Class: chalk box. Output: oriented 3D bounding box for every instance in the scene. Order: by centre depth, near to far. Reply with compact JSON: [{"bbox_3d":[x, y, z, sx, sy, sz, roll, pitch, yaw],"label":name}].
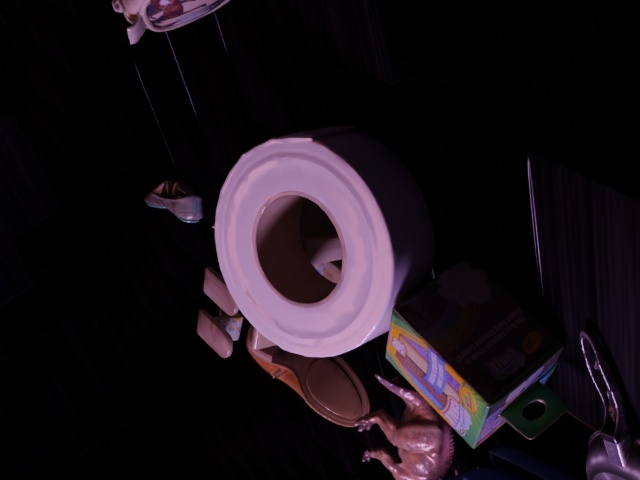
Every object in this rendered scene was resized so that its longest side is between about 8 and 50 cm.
[{"bbox_3d":[0.198,0.149,1.162,0.213,0.132,0.132,47,157,24],"label":"chalk box"}]

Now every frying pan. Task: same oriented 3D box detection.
[{"bbox_3d":[0.370,0.261,1.086,0.197,0.053,0.326,33,153,43],"label":"frying pan"}]

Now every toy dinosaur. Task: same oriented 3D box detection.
[{"bbox_3d":[0.172,0.328,1.514,0.200,0.127,0.296,18,127,46],"label":"toy dinosaur"}]

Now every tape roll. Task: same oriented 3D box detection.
[{"bbox_3d":[0.000,0.000,1.226,0.286,0.100,0.286,11,109,36],"label":"tape roll"}]

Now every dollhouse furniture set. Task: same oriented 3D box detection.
[{"bbox_3d":[-0.044,0.066,1.456,0.161,0.212,0.242,36,125,43],"label":"dollhouse furniture set"}]

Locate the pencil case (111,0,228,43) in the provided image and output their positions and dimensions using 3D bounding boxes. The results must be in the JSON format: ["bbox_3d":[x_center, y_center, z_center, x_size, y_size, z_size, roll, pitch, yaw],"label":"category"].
[{"bbox_3d":[-0.265,-0.454,1.185,0.410,0.183,0.160,55,160,3],"label":"pencil case"}]

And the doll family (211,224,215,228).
[{"bbox_3d":[-0.111,0.003,1.687,0.111,0.076,0.193,64,155,-8],"label":"doll family"}]

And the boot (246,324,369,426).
[{"bbox_3d":[-0.028,0.267,1.867,0.283,0.109,0.220,31,166,9],"label":"boot"}]

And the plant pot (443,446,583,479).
[{"bbox_3d":[0.275,0.429,1.300,0.236,0.212,0.236,16,136,60],"label":"plant pot"}]

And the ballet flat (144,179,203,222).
[{"bbox_3d":[-0.300,-0.091,1.982,0.213,0.072,0.068,23,115,53],"label":"ballet flat"}]

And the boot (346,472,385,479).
[{"bbox_3d":[0.154,0.526,1.862,0.246,0.094,0.207,41,160,15],"label":"boot"}]
